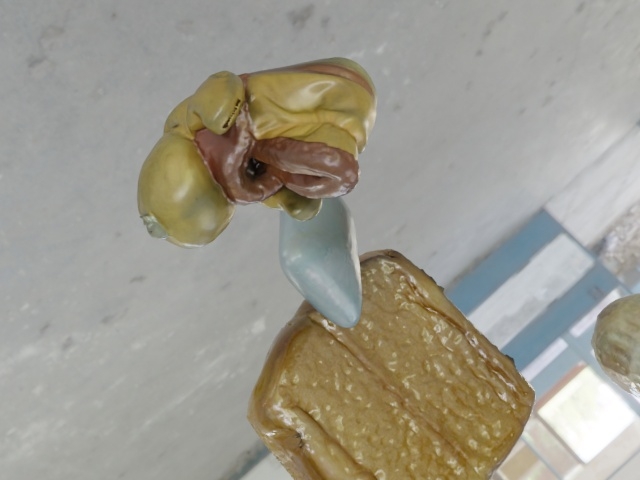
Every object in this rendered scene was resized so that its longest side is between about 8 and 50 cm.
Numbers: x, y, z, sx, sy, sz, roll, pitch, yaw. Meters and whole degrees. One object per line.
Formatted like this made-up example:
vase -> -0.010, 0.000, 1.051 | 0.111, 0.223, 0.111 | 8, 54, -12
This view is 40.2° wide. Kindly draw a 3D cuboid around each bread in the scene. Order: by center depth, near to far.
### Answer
bread -> 0.080, 0.214, 1.136 | 0.328, 0.337, 0.148 | -49, -178, -31

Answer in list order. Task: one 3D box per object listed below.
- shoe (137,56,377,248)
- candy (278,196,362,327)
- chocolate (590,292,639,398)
shoe -> -0.029, -0.039, 0.367 | 0.109, 0.069, 0.072 | -5, 134, 7
candy -> 0.000, 0.000, 0.992 | 0.071, 0.174, 0.138 | -26, 130, 19
chocolate -> 0.434, 0.148, 0.975 | 0.134, 0.309, 0.134 | -11, 110, -33
